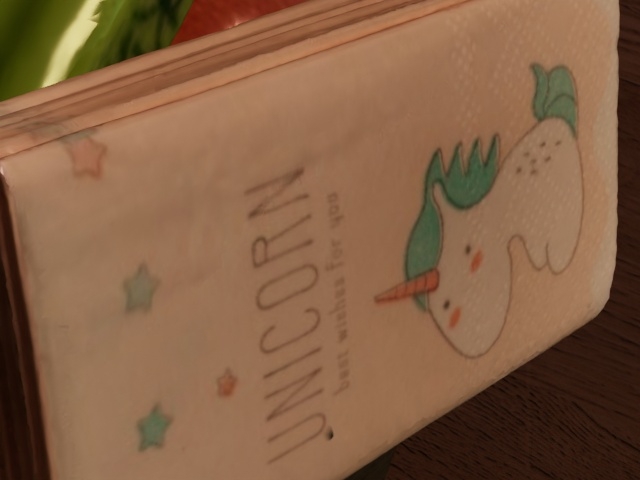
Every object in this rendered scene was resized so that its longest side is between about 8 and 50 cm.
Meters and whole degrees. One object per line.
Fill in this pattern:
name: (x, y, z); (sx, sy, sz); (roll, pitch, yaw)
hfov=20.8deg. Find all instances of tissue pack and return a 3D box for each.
tissue pack: (0.000, 0.000, 0.644); (0.325, 0.071, 0.170); (-26, 121, -44)

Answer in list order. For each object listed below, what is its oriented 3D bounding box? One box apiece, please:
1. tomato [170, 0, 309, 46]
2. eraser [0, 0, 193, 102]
tomato: (-0.097, -0.020, 0.817); (0.341, 0.273, 0.341); (-44, 142, -50)
eraser: (-0.182, -0.047, 0.623); (0.092, 0.210, 0.274); (71, 41, -70)
